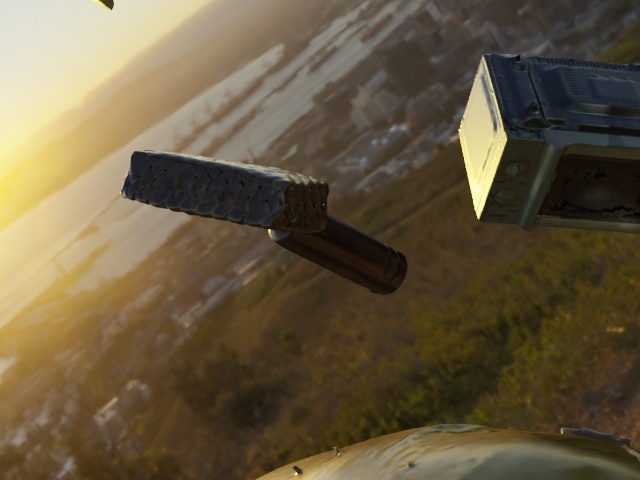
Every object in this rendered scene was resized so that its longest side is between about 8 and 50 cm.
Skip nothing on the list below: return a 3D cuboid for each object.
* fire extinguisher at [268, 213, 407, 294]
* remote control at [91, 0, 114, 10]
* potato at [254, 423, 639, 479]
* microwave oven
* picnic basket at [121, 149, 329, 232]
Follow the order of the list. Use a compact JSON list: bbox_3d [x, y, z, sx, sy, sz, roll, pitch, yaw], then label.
[{"bbox_3d":[0.000,0.000,1.285,0.089,0.268,0.072,0,68,53],"label":"fire extinguisher"},{"bbox_3d":[-0.301,-0.329,1.125,0.029,0.061,0.162,-61,-5,-1],"label":"remote control"},{"bbox_3d":[0.047,0.148,0.377,0.173,0.140,0.300,0,-14,-30],"label":"potato"},{"bbox_3d":[0.451,-0.181,1.599,0.218,0.355,0.286,100,172,-46],"label":"microwave oven"},{"bbox_3d":[-0.089,-0.049,0.861,0.193,0.054,0.110,10,7,24],"label":"picnic basket"}]
